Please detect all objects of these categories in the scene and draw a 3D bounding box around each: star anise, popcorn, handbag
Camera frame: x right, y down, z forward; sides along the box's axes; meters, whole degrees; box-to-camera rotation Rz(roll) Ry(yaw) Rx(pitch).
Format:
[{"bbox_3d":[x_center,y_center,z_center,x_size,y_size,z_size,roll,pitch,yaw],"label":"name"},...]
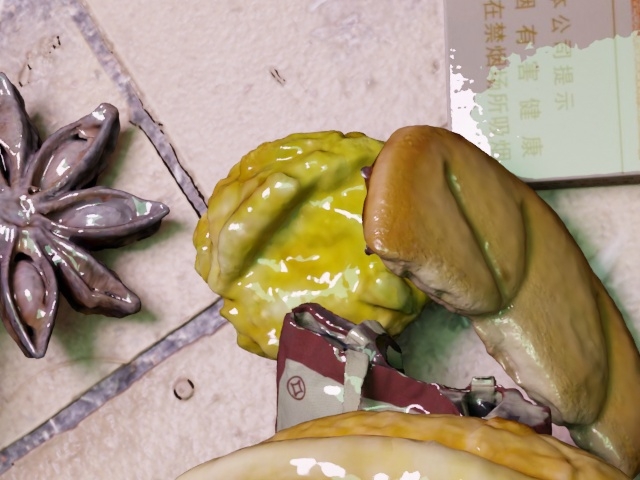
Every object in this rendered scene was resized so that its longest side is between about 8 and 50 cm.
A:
[{"bbox_3d":[-0.247,-0.007,1.292,0.223,0.109,0.236,-24,72,-19],"label":"star anise"},{"bbox_3d":[0.001,0.002,1.213,0.198,0.155,0.197,0,95,0],"label":"popcorn"},{"bbox_3d":[0.057,0.173,1.161,0.213,0.127,0.235,19,126,15],"label":"handbag"}]

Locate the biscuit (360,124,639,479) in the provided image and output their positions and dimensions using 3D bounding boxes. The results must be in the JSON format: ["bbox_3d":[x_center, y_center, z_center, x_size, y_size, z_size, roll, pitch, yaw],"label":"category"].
[{"bbox_3d":[0.147,0.034,1.152,0.299,0.154,0.045,43,137,-17],"label":"biscuit"}]

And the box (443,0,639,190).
[{"bbox_3d":[0.276,-0.147,1.204,0.365,0.051,0.204,-4,81,15],"label":"box"}]

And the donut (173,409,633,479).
[{"bbox_3d":[0.068,0.284,1.031,0.449,0.448,0.198,8,45,16],"label":"donut"}]
